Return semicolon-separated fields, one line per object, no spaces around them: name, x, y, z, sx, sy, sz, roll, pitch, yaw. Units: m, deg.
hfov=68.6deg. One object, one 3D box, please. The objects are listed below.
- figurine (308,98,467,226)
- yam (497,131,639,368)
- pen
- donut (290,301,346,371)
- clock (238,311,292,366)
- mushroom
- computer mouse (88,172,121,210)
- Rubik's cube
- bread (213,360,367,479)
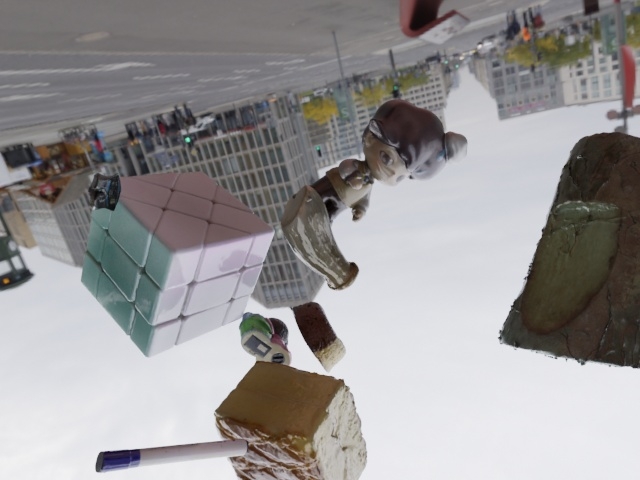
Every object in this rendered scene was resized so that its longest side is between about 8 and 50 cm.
figurine;0.138;-0.177;1.109;0.365;0.218;0.206;-43;-156;-5
yam;0.309;0.025;0.508;0.154;0.154;0.255;9;-109;54
pen;-0.243;0.369;0.811;0.269;0.033;0.033;14;176;-39
donut;0.008;0.282;1.347;0.085;0.217;0.141;-30;-162;-1
clock;-0.177;0.309;1.520;0.100;0.194;0.195;-46;-164;9
mushroom;-0.009;0.003;1.025;0.108;0.247;0.096;-37;-159;-18
computer mouse;-0.437;-0.098;0.933;0.047;0.079;0.135;7;-173;-10
Rubik's cube;-0.364;0.039;1.186;0.321;0.316;0.318;36;-150;26
bread;-0.061;0.454;1.071;0.279;0.279;0.207;4;-151;30
